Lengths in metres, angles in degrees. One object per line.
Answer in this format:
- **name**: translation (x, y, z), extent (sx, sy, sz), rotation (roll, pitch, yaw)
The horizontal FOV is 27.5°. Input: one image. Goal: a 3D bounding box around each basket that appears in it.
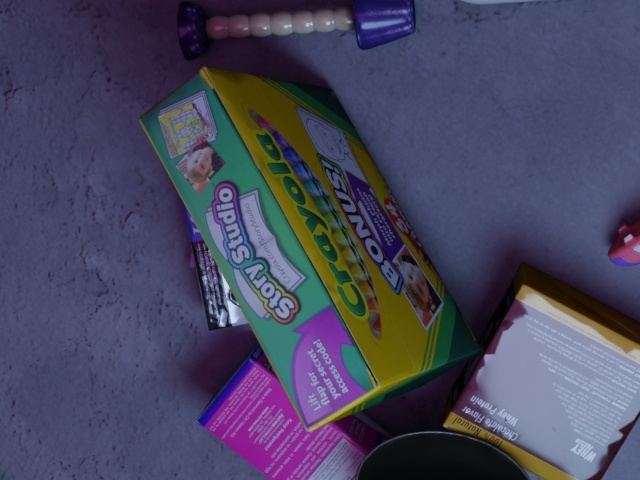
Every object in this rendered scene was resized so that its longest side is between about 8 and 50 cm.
- **basket**: translation (0.135, 0.347, 1.537), extent (0.204, 0.154, 0.227), rotation (10, 143, 5)

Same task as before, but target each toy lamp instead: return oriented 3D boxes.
- **toy lamp**: translation (-0.027, -0.254, 1.529), extent (0.274, 0.080, 0.080), rotation (-5, 100, 9)

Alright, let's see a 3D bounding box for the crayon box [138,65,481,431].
- **crayon box**: translation (0.000, 0.000, 1.405), extent (0.106, 0.313, 0.363), rotation (-34, 79, 21)

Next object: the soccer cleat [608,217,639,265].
- **soccer cleat**: translation (0.452, -0.027, 1.506), extent (0.248, 0.083, 0.095), rotation (-33, 99, 10)

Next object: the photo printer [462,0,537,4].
- **photo printer**: translation (0.256, -0.393, 1.446), extent (0.307, 0.107, 0.256), rotation (-3, 100, 9)

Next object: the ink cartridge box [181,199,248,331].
- **ink cartridge box**: translation (-0.108, -0.002, 1.574), extent (0.097, 0.046, 0.207), rotation (-11, 104, -3)

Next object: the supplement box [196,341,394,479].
- **supplement box**: translation (-0.025, 0.235, 1.606), extent (0.220, 0.111, 0.114), rotation (39, 103, -1)

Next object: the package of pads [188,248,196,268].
- **package of pads**: translation (-0.131, -0.001, 1.616), extent (0.050, 0.032, 0.083), rotation (13, 103, 5)

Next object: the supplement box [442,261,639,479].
- **supplement box**: translation (0.274, 0.163, 1.540), extent (0.191, 0.129, 0.194), rotation (28, 103, 2)
